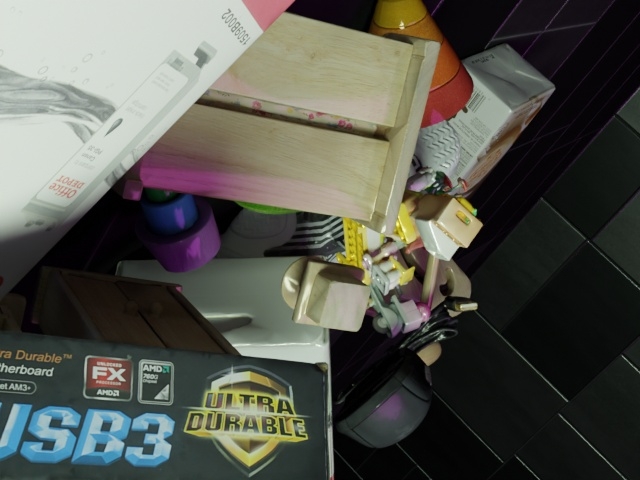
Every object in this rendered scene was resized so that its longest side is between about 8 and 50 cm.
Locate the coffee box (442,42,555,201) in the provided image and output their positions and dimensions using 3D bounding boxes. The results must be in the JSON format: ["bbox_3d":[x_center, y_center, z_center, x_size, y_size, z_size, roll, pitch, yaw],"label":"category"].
[{"bbox_3d":[0.186,-0.131,1.339,0.141,0.098,0.246,-29,159,-48],"label":"coffee box"}]

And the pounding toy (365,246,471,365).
[{"bbox_3d":[0.127,0.020,1.206,0.154,0.269,0.155,2,161,-44],"label":"pounding toy"}]

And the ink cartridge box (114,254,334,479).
[{"bbox_3d":[-0.087,0.145,0.964,0.197,0.114,0.273,-1,136,0],"label":"ink cartridge box"}]

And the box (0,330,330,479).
[{"bbox_3d":[-0.192,0.109,0.513,0.295,0.073,0.293,9,159,-29],"label":"box"}]

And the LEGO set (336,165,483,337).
[{"bbox_3d":[0.091,-0.019,0.906,0.107,0.132,0.287,-28,165,-18],"label":"LEGO set"}]

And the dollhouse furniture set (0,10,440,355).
[{"bbox_3d":[-0.110,-0.078,0.682,0.303,0.174,0.355,9,101,-29],"label":"dollhouse furniture set"}]

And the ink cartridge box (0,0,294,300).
[{"bbox_3d":[-0.139,-0.104,0.434,0.283,0.117,0.207,-46,166,2],"label":"ink cartridge box"}]

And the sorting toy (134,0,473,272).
[{"bbox_3d":[-0.015,-0.119,0.860,0.365,0.127,0.126,-35,134,-25],"label":"sorting toy"}]

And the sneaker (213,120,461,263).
[{"bbox_3d":[0.000,0.000,1.122,0.366,0.137,0.210,-39,167,-3],"label":"sneaker"}]

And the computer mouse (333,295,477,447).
[{"bbox_3d":[0.098,0.131,0.992,0.184,0.060,0.262,-41,178,-1],"label":"computer mouse"}]
